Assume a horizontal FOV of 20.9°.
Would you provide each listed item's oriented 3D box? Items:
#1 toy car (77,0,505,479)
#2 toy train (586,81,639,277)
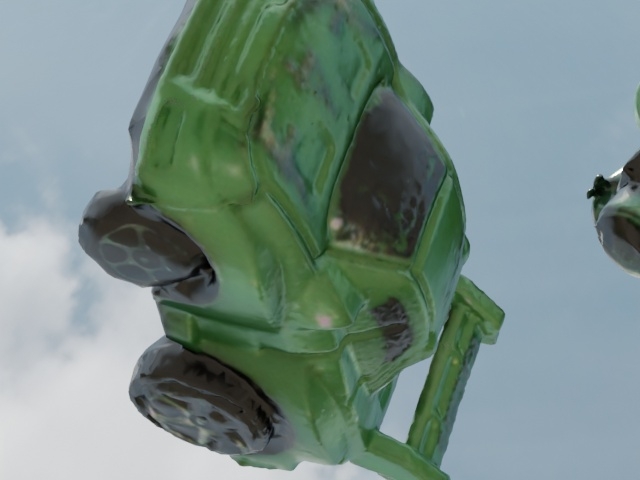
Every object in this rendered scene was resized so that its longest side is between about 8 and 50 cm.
[{"bbox_3d":[0.000,0.000,0.983,0.176,0.358,0.213,14,-122,16],"label":"toy car"},{"bbox_3d":[0.407,-0.083,1.320,0.272,0.179,0.442,36,-120,21],"label":"toy train"}]
